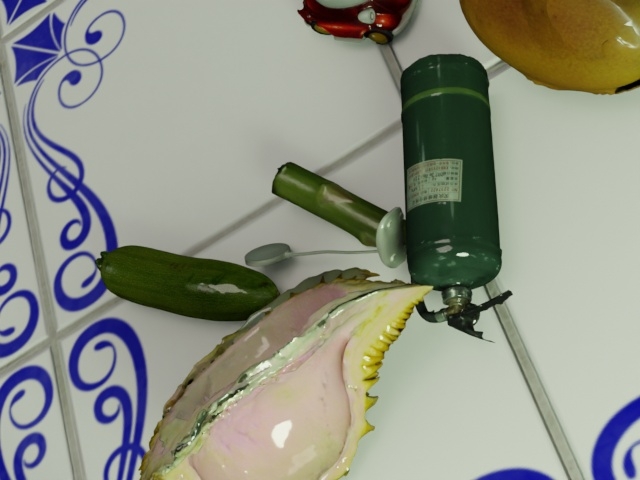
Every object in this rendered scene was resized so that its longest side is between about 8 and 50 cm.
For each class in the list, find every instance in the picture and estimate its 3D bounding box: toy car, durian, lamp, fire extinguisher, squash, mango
[{"bbox_3d":[0.027,-0.284,1.300,0.139,0.112,0.112,2,69,32],"label":"toy car"},{"bbox_3d":[-0.042,0.123,1.130,0.305,0.185,0.195,-45,33,-4],"label":"durian"},{"bbox_3d":[0.000,0.000,1.202,0.198,0.056,0.050,-2,22,37],"label":"lamp"},{"bbox_3d":[0.125,-0.030,1.132,0.118,0.093,0.294,-23,56,39],"label":"fire extinguisher"},{"bbox_3d":[-0.156,0.046,1.283,0.258,0.069,0.069,8,72,35],"label":"squash"},{"bbox_3d":[0.229,-0.224,1.117,0.136,0.166,0.236,-34,49,-24],"label":"mango"}]

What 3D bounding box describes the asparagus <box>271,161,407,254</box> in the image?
[{"bbox_3d":[0.029,-0.030,1.224,0.178,0.041,0.045,28,118,25],"label":"asparagus"}]
